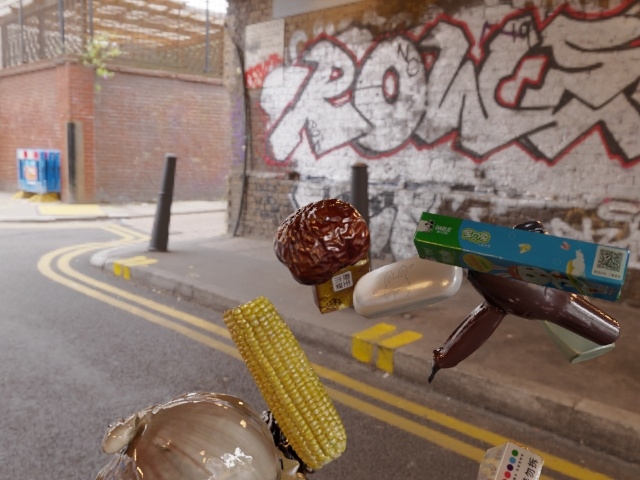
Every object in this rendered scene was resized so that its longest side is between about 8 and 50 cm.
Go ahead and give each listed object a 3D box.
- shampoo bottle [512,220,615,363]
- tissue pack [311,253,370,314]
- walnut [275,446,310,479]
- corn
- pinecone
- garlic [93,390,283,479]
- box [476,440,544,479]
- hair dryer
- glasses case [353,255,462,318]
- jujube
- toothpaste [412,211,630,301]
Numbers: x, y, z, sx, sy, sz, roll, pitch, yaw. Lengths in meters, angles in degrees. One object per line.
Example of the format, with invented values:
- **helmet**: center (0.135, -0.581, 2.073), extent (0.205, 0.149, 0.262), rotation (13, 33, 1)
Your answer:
- **shampoo bottle**: center (0.567, 0.119, 1.336), extent (0.134, 0.360, 0.078), rotation (-14, -30, -8)
- **tissue pack**: center (0.054, 0.096, 1.628), extent (0.183, 0.226, 0.092), rotation (-19, 39, -10)
- **walnut**: center (-0.115, 0.499, 1.000), extent (0.203, 0.238, 0.141), rotation (-4, 22, 23)
- **corn**: center (-0.047, 0.191, 0.750), extent (0.081, 0.249, 0.081), rotation (-30, -7, -4)
- **pinecone**: center (-0.111, 0.676, 1.821), extent (0.295, 0.242, 0.298), rotation (-9, 4, 18)
- **garlic**: center (-0.216, 0.361, 0.814), extent (0.321, 0.241, 0.322), rotation (-33, -11, -8)
- **box**: center (0.420, 0.596, 1.271), extent (0.091, 0.221, 0.274), rotation (22, -18, 15)
- **hair dryer**: center (0.348, 0.185, 1.050), extent (0.312, 0.341, 0.123), rotation (33, 22, -7)
- **glasses case**: center (0.157, 0.085, 1.013), extent (0.233, 0.092, 0.059), rotation (-20, -38, 39)
- **jujube**: center (0.000, 0.000, 1.395), extent (0.232, 0.213, 0.213), rotation (-36, 16, -7)
- **toothpaste**: center (0.262, 0.019, 0.730), extent (0.266, 0.050, 0.065), rotation (13, -19, 25)
